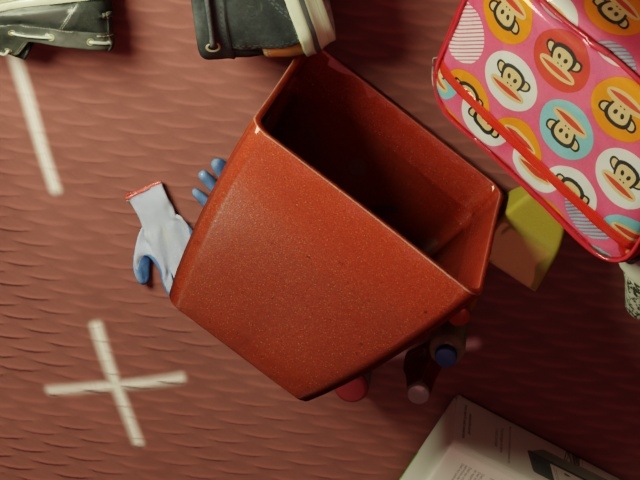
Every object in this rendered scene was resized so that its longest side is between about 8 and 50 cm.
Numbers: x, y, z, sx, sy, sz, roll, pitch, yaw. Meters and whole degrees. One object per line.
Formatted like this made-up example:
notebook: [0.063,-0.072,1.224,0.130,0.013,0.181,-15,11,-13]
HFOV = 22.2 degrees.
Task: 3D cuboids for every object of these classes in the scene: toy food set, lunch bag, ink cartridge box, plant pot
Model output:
toy food set: [0.079,0.118,1.795,0.232,0.104,0.111,-22,110,17]
lunch bag: [0.248,-0.129,1.585,0.293,0.120,0.258,45,145,16]
ink cartridge box: [0.224,0.335,1.873,0.273,0.114,0.198,28,116,-6]
plant pot: [0.000,0.000,1.655,0.267,0.267,0.235,37,115,-6]
plant pot: [0.217,-0.010,1.734,0.081,0.081,0.083,34,104,-8]

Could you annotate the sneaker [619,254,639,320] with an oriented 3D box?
sneaker: [0.499,0.027,1.709,0.411,0.158,0.182,3,146,4]

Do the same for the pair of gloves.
pair of gloves: [-0.126,-0.007,1.810,0.198,0.023,0.159,-19,111,15]

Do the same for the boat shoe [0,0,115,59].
boat shoe: [-0.330,-0.223,1.701,0.233,0.084,0.079,-3,114,6]

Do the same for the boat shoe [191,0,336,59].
boat shoe: [-0.126,-0.389,1.545,0.156,0.186,0.500,-16,117,8]
